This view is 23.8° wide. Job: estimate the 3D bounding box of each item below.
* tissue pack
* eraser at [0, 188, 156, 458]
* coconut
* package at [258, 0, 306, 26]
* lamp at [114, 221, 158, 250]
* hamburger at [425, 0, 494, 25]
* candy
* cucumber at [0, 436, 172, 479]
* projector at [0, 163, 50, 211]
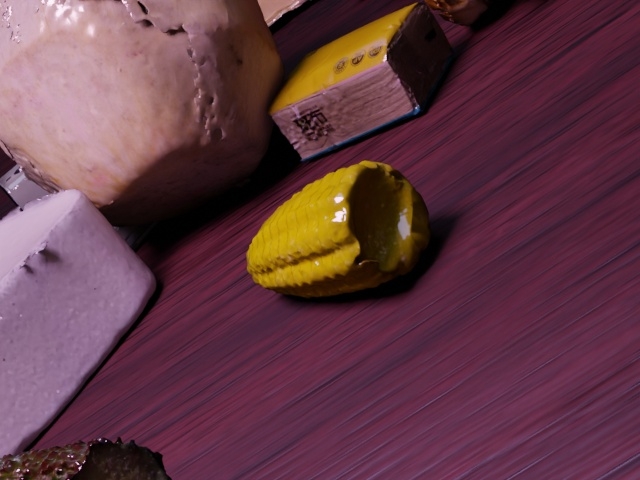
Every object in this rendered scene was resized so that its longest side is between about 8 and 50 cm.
[{"bbox_3d":[0.040,-0.165,1.556,0.169,0.082,0.120,-21,26,39],"label":"tissue pack"},{"bbox_3d":[-0.363,0.111,1.564,0.331,0.150,0.331,-31,25,16],"label":"eraser"},{"bbox_3d":[-0.209,-0.205,1.618,0.352,0.352,0.352,-33,22,15],"label":"coconut"},{"bbox_3d":[-0.080,-0.426,2.185,0.165,0.221,0.311,-18,22,-3],"label":"package"},{"bbox_3d":[-0.288,-0.005,1.815,0.266,0.047,0.269,-9,35,53],"label":"lamp"},{"bbox_3d":[0.169,-0.361,1.553,0.211,0.245,0.260,-28,41,22],"label":"hamburger"},{"bbox_3d":[0.000,0.000,1.277,0.199,0.094,0.106,-20,33,53],"label":"candy"},{"bbox_3d":[-0.255,0.222,1.244,0.359,0.096,0.096,-17,29,49],"label":"cucumber"},{"bbox_3d":[-0.326,-0.063,1.808,0.082,0.083,0.083,-41,20,-10],"label":"projector"}]
